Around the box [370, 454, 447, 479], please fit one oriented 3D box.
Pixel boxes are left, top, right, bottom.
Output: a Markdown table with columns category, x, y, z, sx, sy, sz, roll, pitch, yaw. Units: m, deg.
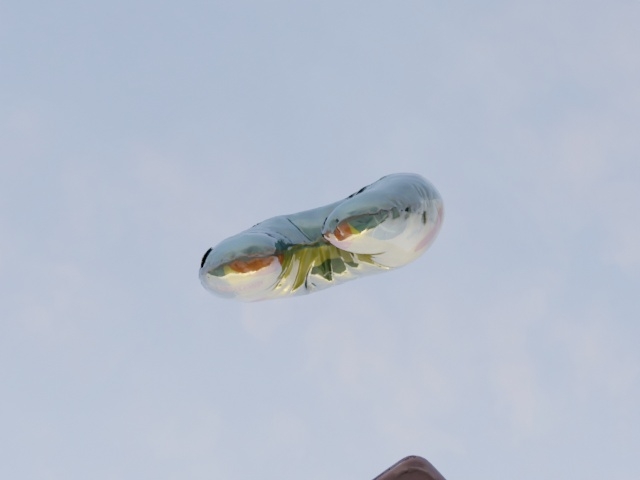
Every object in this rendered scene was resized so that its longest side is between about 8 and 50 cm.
| category | x | y | z | sx | sy | sz | roll | pitch | yaw |
| --- | --- | --- | --- | --- | --- | --- | --- | --- | --- |
| box | 0.025 | 0.313 | 1.051 | 0.294 | 0.167 | 0.193 | -36 | -107 | -22 |

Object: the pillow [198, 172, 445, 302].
| category | x | y | z | sx | sy | sz | roll | pitch | yaw |
| --- | --- | --- | --- | --- | --- | --- | --- | --- | --- |
| pillow | 0.000 | 0.000 | 1.223 | 0.233 | 0.214 | 0.086 | -17 | -96 | 20 |
